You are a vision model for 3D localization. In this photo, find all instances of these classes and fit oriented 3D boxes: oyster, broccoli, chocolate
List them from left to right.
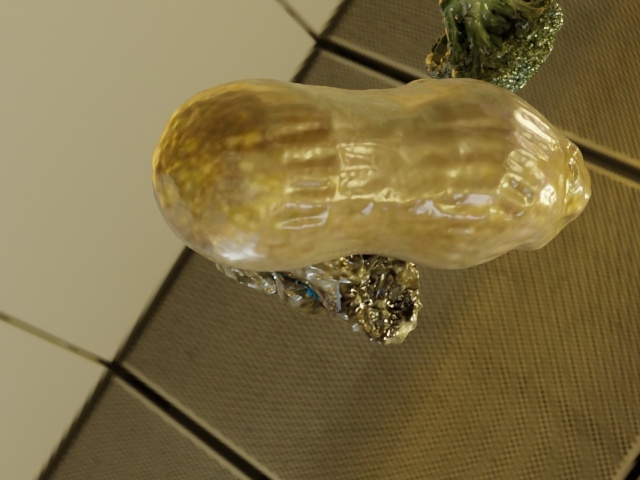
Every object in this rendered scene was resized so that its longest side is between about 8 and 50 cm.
[{"bbox_3d":[0.000,0.000,0.986,0.223,0.214,0.083,-1,-134,-14],"label":"oyster"},{"bbox_3d":[0.037,-0.046,0.792,0.134,0.309,0.134,180,-90,-66],"label":"chocolate"},{"bbox_3d":[0.181,-0.219,1.265,0.162,0.138,0.146,-45,-144,-13],"label":"broccoli"}]
